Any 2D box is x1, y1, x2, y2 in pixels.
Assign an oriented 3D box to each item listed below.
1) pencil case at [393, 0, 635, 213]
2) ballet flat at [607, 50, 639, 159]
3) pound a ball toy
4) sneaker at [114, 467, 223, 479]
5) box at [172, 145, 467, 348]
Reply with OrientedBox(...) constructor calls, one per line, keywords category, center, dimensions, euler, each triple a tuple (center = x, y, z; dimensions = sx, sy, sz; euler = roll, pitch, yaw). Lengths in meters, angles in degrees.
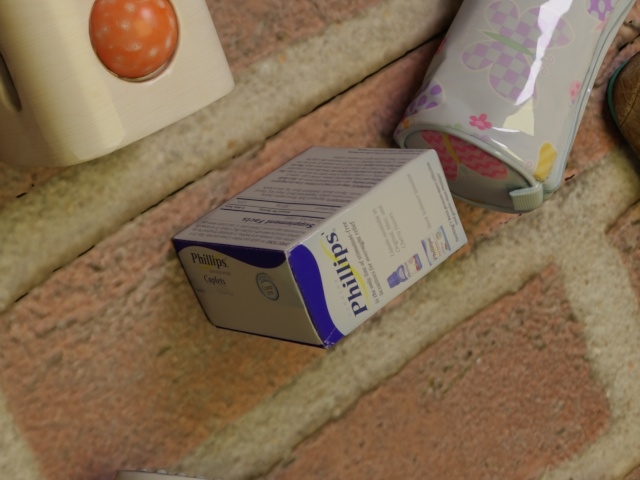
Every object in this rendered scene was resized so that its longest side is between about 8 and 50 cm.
OrientedBox(category="pencil case", center=(0.162, -0.153, 1.096), dimensions=(0.124, 0.113, 0.273), euler=(28, 72, 5))
OrientedBox(category="ballet flat", center=(0.366, -0.026, 1.256), dimensions=(0.116, 0.124, 0.342), euler=(-49, 119, -25))
OrientedBox(category="pound a ball toy", center=(-0.174, -0.150, 0.827), dimensions=(0.208, 0.135, 0.319), euler=(-30, 109, -33))
OrientedBox(category="sneaker", center=(-0.006, 0.237, 0.978), dimensions=(0.321, 0.126, 0.128), euler=(25, 71, -37))
OrientedBox(category="box", center=(0.000, 0.000, 0.973), dimensions=(0.137, 0.126, 0.072), euler=(-34, 114, -31))
